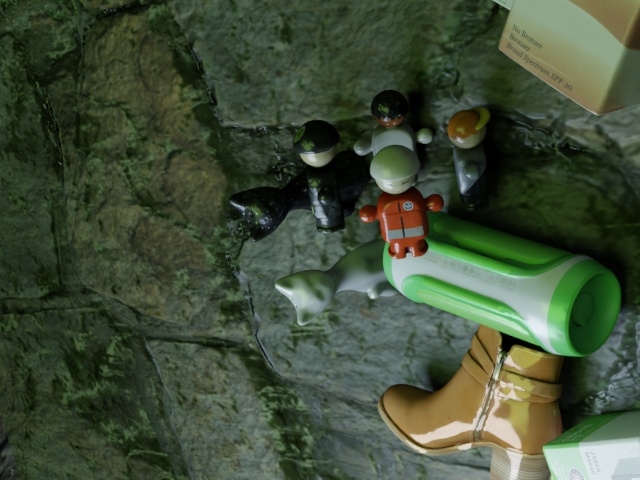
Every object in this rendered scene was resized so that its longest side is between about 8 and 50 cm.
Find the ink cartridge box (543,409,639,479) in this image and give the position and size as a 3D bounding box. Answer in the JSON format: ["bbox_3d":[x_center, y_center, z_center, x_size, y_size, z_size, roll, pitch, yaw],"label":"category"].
[{"bbox_3d":[0.417,0.298,1.529,0.273,0.115,0.198,-19,91,52],"label":"ink cartridge box"}]

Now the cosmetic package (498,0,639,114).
[{"bbox_3d":[0.306,-0.291,1.308,0.153,0.129,0.296,41,132,33],"label":"cosmetic package"}]

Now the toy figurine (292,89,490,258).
[{"bbox_3d":[0.094,-0.096,1.663,0.213,0.210,0.148,21,133,44],"label":"toy figurine"}]

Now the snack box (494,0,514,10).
[{"bbox_3d":[0.194,-0.333,1.592,0.178,0.022,0.064,38,133,33],"label":"snack box"}]

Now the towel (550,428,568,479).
[{"bbox_3d":[0.323,0.284,1.719,0.060,0.009,0.083,22,122,42],"label":"towel"}]

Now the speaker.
[{"bbox_3d":[0.219,0.049,1.645,0.297,0.131,0.131,20,120,44],"label":"speaker"}]

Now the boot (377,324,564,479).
[{"bbox_3d":[0.197,0.190,1.749,0.283,0.109,0.220,28,124,43],"label":"boot"}]

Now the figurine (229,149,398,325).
[{"bbox_3d":[0.000,0.000,1.817,0.092,0.209,0.214,-41,74,50],"label":"figurine"}]
